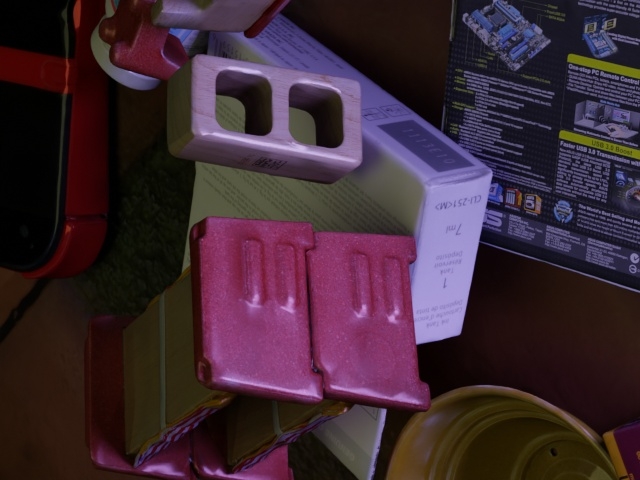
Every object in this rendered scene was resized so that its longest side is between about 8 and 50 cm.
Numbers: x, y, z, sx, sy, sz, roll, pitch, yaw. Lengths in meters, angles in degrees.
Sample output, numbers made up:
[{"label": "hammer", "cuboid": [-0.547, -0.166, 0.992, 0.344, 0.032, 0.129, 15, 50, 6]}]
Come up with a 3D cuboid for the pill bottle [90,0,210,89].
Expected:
[{"label": "pill bottle", "cuboid": [-0.104, -0.184, 1.400, 0.160, 0.087, 0.087, -45, 72, 40]}]

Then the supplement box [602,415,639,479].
[{"label": "supplement box", "cuboid": [0.280, 0.118, 1.132, 0.188, 0.104, 0.080, -24, 85, 42]}]

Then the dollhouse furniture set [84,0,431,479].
[{"label": "dollhouse furniture set", "cuboid": [-0.052, -0.041, 1.252, 0.201, 0.152, 0.374, -36, 51, 55]}]

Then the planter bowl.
[{"label": "planter bowl", "cuboid": [0.152, 0.191, 1.274, 0.217, 0.090, 0.217, 13, 110, 38]}]

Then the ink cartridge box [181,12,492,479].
[{"label": "ink cartridge box", "cuboid": [0.000, 0.000, 1.335, 0.275, 0.060, 0.239, 41, 133, 44]}]

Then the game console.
[{"label": "game console", "cuboid": [-0.323, -0.158, 1.632, 0.386, 0.060, 0.342, 14, 105, 38]}]

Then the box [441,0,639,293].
[{"label": "box", "cuboid": [0.201, -0.081, 1.178, 0.270, 0.060, 0.216, 18, 113, 37]}]
